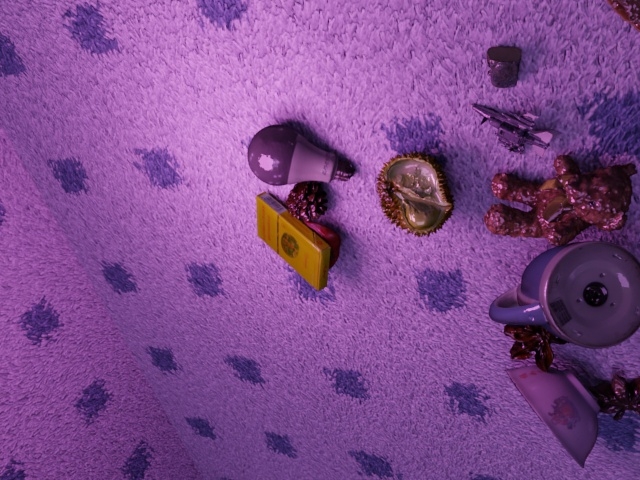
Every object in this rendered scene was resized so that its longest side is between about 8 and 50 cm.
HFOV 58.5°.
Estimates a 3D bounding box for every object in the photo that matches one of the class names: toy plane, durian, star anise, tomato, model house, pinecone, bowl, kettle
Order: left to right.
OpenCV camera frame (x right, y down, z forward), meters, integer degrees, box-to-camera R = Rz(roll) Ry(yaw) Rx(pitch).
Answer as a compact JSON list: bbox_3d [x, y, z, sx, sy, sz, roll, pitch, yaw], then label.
[{"bbox_3d":[-0.038,-0.122,1.782,0.120,0.140,0.140,31,140,-34],"label":"pinecone"},{"bbox_3d":[0.000,0.000,1.868,0.173,0.099,0.190,27,138,40],"label":"tomato"},{"bbox_3d":[0.256,-0.128,1.564,0.200,0.176,0.237,-30,94,-4],"label":"durian"},{"bbox_3d":[0.431,-0.408,1.355,0.078,0.066,0.083,5,144,14],"label":"model house"},{"bbox_3d":[0.469,-0.273,1.413,0.233,0.082,0.160,22,158,14],"label":"toy plane"},{"bbox_3d":[0.647,0.269,1.690,0.190,0.126,0.220,30,105,7],"label":"star anise"},{"bbox_3d":[0.595,0.139,1.466,0.319,0.342,0.247,-19,89,-2],"label":"kettle"},{"bbox_3d":[0.731,0.491,1.724,0.157,0.345,0.346,-39,101,10],"label":"bowl"},{"bbox_3d":[0.916,0.470,1.712,0.212,0.073,0.197,-14,117,34],"label":"star anise"}]

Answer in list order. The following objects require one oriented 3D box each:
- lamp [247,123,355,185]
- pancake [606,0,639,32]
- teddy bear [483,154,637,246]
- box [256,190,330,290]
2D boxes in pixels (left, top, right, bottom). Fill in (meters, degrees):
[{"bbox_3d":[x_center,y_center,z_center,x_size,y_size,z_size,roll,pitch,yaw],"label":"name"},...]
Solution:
[{"bbox_3d":[-0.067,-0.226,1.683,0.313,0.182,0.182,24,132,13],"label":"lamp"},{"bbox_3d":[0.717,-0.554,1.056,0.386,0.082,0.387,17,129,23],"label":"pancake"},{"bbox_3d":[0.571,-0.100,1.386,0.295,0.247,0.223,14,156,8],"label":"teddy bear"},{"bbox_3d":[-0.095,0.001,1.865,0.335,0.047,0.187,41,144,32],"label":"box"}]
